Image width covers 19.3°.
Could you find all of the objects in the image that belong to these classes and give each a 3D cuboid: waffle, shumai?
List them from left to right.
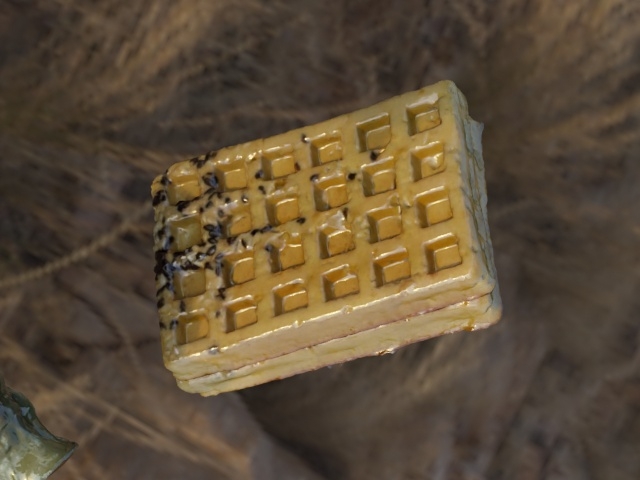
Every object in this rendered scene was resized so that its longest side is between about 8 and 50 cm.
[{"bbox_3d":[-0.129,0.064,0.701,0.083,0.080,0.082,-87,-170,-80],"label":"shumai"},{"bbox_3d":[0.000,0.000,0.789,0.042,0.148,0.102,44,35,-57],"label":"waffle"}]
